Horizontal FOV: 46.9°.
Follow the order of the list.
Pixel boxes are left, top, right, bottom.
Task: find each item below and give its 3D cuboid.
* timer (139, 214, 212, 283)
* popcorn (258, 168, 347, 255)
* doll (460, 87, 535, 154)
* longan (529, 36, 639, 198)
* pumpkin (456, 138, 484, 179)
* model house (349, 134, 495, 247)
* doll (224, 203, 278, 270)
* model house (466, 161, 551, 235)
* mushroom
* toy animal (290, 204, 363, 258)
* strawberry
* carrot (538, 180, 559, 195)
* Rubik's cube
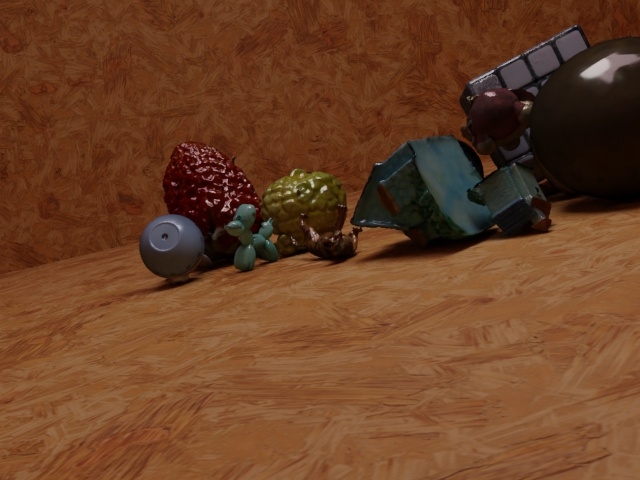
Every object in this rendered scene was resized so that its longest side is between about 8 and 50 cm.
[{"bbox_3d":[-0.358,0.049,1.843,0.175,0.255,0.175,-5,46,5],"label":"timer"},{"bbox_3d":[-0.049,-0.063,1.928,0.206,0.251,0.237,15,-19,24],"label":"popcorn"},{"bbox_3d":[0.440,-0.293,1.808,0.196,0.152,0.256,-3,9,12],"label":"doll"},{"bbox_3d":[0.648,-0.257,1.558,0.404,0.336,0.404,-9,-2,0],"label":"longan"},{"bbox_3d":[0.300,-0.132,1.830,0.250,0.216,0.250,-44,10,10],"label":"pumpkin"},{"bbox_3d":[0.195,-0.065,1.541,0.241,0.226,0.261,-33,-10,34],"label":"model house"},{"bbox_3d":[-0.171,-0.010,1.786,0.059,0.159,0.159,6,11,41],"label":"doll"},{"bbox_3d":[0.390,-0.060,1.444,0.119,0.149,0.148,-41,-32,28],"label":"model house"},{"bbox_3d":[0.579,-0.198,1.856,0.215,0.207,0.207,-29,-4,36],"label":"mushroom"},{"bbox_3d":[0.007,0.004,1.693,0.255,0.114,0.116,-10,48,58],"label":"toy animal"},{"bbox_3d":[-0.280,-0.109,2.042,0.292,0.343,0.292,-8,-11,-2],"label":"strawberry"},{"bbox_3d":[0.643,-0.154,1.957,0.161,0.055,0.055,-23,10,-22],"label":"carrot"},{"bbox_3d":[0.626,-0.359,2.103,0.343,0.337,0.344,-27,1,8],"label":"Rubik's cube"}]
